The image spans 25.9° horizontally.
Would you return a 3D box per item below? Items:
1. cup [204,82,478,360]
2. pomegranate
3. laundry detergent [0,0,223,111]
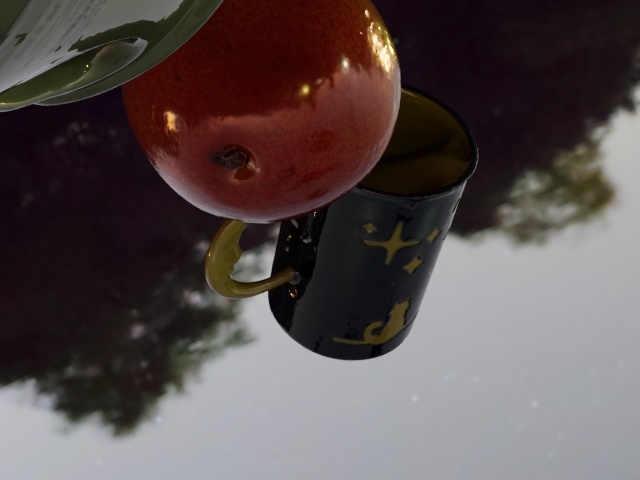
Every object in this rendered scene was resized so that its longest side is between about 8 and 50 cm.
[{"bbox_3d":[0.002,-0.015,1.411,0.255,0.256,0.178,4,-137,-12],"label":"cup"},{"bbox_3d":[-0.041,-0.135,1.117,0.221,0.221,0.256,-14,-136,35],"label":"pomegranate"},{"bbox_3d":[-0.091,-0.128,0.554,0.181,0.091,0.253,-59,172,17],"label":"laundry detergent"}]
